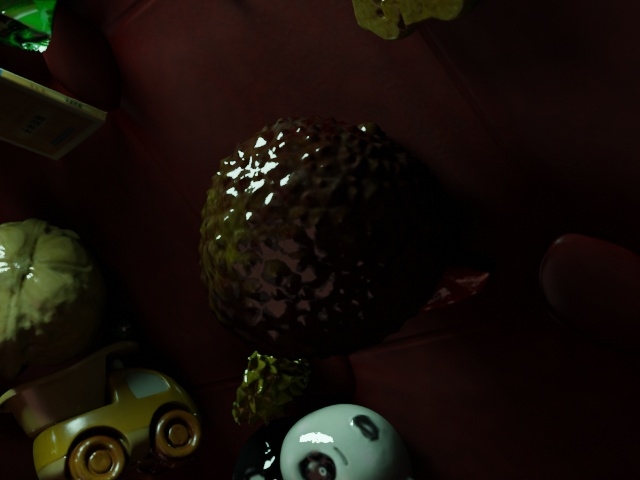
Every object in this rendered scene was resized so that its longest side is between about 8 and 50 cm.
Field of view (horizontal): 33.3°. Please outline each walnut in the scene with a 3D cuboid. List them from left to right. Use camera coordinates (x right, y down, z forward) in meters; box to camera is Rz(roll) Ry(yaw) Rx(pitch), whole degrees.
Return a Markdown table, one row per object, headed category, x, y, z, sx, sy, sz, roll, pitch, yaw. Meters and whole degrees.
| category | x | y | z | sx | sy | sz | roll | pitch | yaw |
| --- | --- | --- | --- | --- | --- | --- | --- | --- | --- |
| walnut | -0.434 | 0.090 | 1.597 | 0.224 | 0.257 | 0.257 | 9 | 141 | -7 |

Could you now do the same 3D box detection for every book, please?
| category | x | y | z | sx | sy | sz | roll | pitch | yaw |
| --- | --- | --- | --- | --- | --- | --- | --- | --- | --- |
| book | -0.416 | -0.176 | 1.372 | 0.241 | 0.018 | 0.170 | 22 | 154 | -29 |

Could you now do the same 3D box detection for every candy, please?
| category | x | y | z | sx | sy | sz | roll | pitch | yaw |
| --- | --- | --- | --- | --- | --- | --- | --- | --- | --- |
| candy | -0.372 | -0.325 | 1.248 | 0.141 | 0.078 | 0.203 | 5 | 118 | 27 |

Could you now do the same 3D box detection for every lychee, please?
| category | x | y | z | sx | sy | sz | roll | pitch | yaw |
| --- | --- | --- | --- | --- | --- | --- | --- | --- | --- |
| lychee | 0.000 | 0.000 | 1.071 | 0.260 | 0.260 | 0.261 | 26 | 140 | 24 |

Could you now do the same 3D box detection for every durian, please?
| category | x | y | z | sx | sy | sz | roll | pitch | yaw |
| --- | --- | --- | --- | --- | --- | --- | --- | --- | --- |
| durian | -0.059 | 0.199 | 1.446 | 0.078 | 0.140 | 0.224 | 20 | 159 | 8 |

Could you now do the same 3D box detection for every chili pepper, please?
| category | x | y | z | sx | sy | sz | roll | pitch | yaw |
| --- | --- | --- | --- | --- | --- | --- | --- | --- | --- |
| chili pepper | 0.114 | 0.052 | 1.166 | 0.191 | 0.050 | 0.059 | -13 | 124 | 50 |

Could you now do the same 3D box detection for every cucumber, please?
| category | x | y | z | sx | sy | sz | roll | pitch | yaw |
| --- | --- | --- | --- | --- | --- | --- | --- | --- | --- |
| cucumber | -0.324 | 0.151 | 1.699 | 0.039 | 0.039 | 0.168 | 45 | 146 | 0 |

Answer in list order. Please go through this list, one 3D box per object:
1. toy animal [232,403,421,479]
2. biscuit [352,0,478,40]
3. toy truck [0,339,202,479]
| category | x | y | z | sx | sy | sz | roll | pitch | yaw |
| --- | --- | --- | --- | --- | --- | --- | --- | --- | --- |
| toy animal | 0.013 | 0.310 | 1.419 | 0.235 | 0.165 | 0.187 | -19 | 111 | 51 |
| biscuit | 0.043 | -0.291 | 0.909 | 0.184 | 0.035 | 0.249 | -13 | 116 | 48 |
| toy truck | -0.336 | 0.289 | 1.670 | 0.204 | 0.288 | 0.212 | -41 | 69 | 58 |
